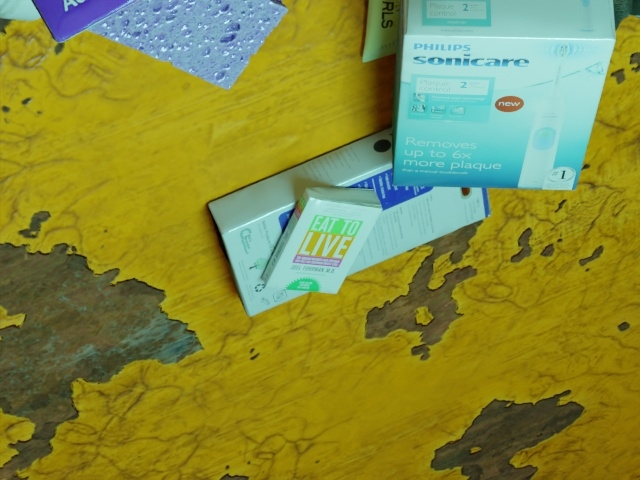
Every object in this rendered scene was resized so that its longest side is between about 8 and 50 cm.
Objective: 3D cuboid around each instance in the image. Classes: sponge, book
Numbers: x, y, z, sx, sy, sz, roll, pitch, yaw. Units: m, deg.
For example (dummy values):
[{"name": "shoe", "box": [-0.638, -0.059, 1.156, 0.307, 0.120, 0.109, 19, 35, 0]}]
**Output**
[{"name": "sponge", "box": [-0.146, -0.240, 1.721, 0.210, 0.031, 0.117, 19, 120, -41]}, {"name": "book", "box": [0.000, 0.000, 1.954, 0.096, 0.035, 0.144, 5, 131, -27]}]

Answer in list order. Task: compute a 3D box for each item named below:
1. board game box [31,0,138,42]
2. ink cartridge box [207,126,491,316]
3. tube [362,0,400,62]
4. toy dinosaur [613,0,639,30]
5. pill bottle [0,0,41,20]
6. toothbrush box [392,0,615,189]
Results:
[{"name": "board game box", "box": [-0.128, -0.406, 1.221, 0.356, 0.356, 0.356, -29, 107, 0]}, {"name": "ink cartridge box", "box": [0.039, -0.037, 2.006, 0.332, 0.065, 0.165, -21, 138, -7]}, {"name": "tube", "box": [0.088, -0.287, 1.788, 0.070, 0.062, 0.240, 17, 145, 14]}, {"name": "toy dinosaur", "box": [0.281, -0.256, 1.880, 0.313, 0.121, 0.160, -42, 124, 8]}, {"name": "pill bottle", "box": [-0.375, -0.277, 1.458, 0.278, 0.162, 0.162, 4, 129, -33]}, {"name": "toothbrush box", "box": [0.189, -0.182, 1.793, 0.216, 0.126, 0.295, 2, 150, 0]}]
